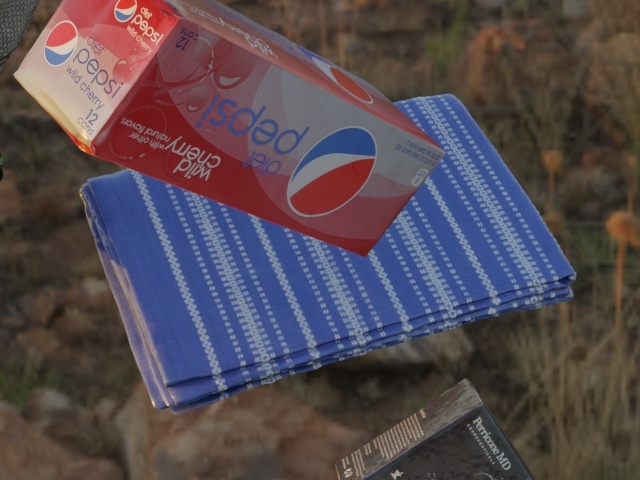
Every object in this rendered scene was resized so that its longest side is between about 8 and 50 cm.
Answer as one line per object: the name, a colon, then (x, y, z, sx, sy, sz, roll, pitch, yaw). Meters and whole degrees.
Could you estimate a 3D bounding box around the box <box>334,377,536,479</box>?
box: (0.122, 0.244, 1.419, 0.158, 0.156, 0.093, -34, 10, 2)

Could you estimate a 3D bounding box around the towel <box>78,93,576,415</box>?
towel: (0.000, 0.000, 1.166, 0.336, 0.040, 0.243, -15, 49, -15)

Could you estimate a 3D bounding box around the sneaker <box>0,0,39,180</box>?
sneaker: (-0.291, -0.084, 1.150, 0.146, 0.134, 0.343, 11, 61, 17)

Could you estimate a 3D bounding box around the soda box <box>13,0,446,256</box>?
soda box: (-0.042, -0.073, 0.866, 0.263, 0.092, 0.083, 19, 22, -53)
